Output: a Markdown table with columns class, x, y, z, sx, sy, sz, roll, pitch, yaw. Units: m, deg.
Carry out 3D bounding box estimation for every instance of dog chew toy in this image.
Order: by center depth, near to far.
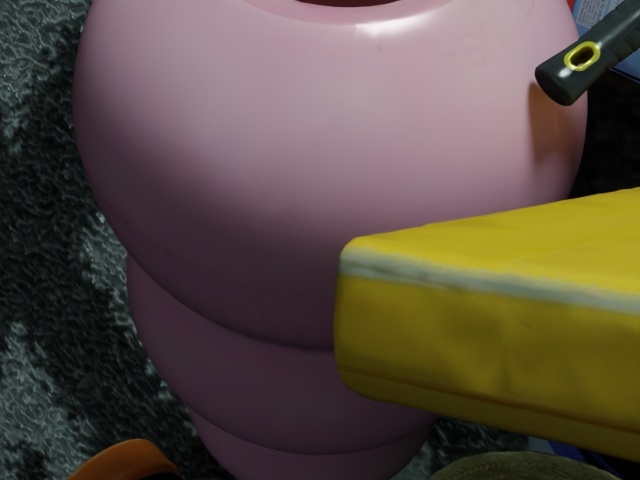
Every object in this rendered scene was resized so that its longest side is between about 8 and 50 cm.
| class | x | y | z | sx | sy | sz | roll | pitch | yaw |
| --- | --- | --- | --- | --- | --- | --- | --- | --- | --- |
| dog chew toy | 0.000 | 0.000 | 0.619 | 0.206 | 0.206 | 0.332 | 40 | 146 | 29 |

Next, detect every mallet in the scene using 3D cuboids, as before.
| class | x | y | z | sx | sy | sz | roll | pitch | yaw |
| --- | --- | --- | --- | --- | --- | --- | --- | --- | --- |
| mallet | 0.160 | -0.105 | 0.491 | 0.062 | 0.190 | 0.039 | 41 | 169 | 18 |

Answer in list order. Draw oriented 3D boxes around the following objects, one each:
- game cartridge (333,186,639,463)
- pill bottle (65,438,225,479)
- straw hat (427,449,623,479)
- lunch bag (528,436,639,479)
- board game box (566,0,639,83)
| class | x | y | z | sx | sy | sz | roll | pitch | yaw |
| --- | --- | --- | --- | --- | --- | --- | --- | --- | --- |
| game cartridge | 0.214 | 0.027 | 0.377 | 0.323 | 0.285 | 0.053 | 12 | 105 | 41 |
| pill bottle | -0.057 | 0.225 | 0.783 | 0.245 | 0.130 | 0.130 | 44 | 126 | 27 |
| straw hat | 0.091 | 0.111 | 0.375 | 0.144 | 0.061 | 0.144 | 24 | 125 | 39 |
| lunch bag | 0.203 | 0.236 | 0.487 | 0.385 | 0.239 | 0.328 | 24 | 117 | 54 |
| board game box | 0.088 | -0.182 | 0.611 | 0.211 | 0.039 | 0.160 | 31 | 120 | 32 |
